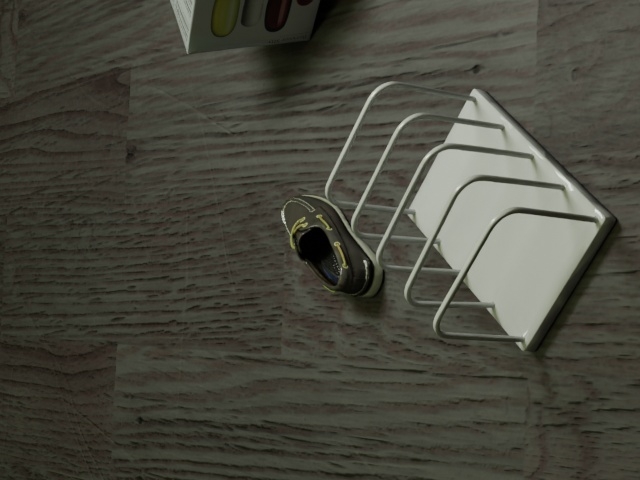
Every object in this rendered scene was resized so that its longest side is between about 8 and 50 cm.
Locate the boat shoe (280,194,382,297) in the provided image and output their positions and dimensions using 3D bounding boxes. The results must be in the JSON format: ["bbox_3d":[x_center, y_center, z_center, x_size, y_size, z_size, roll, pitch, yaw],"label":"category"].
[{"bbox_3d":[0.000,0.000,1.843,0.228,0.068,0.081,44,120,46],"label":"boat shoe"}]

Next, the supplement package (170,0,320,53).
[{"bbox_3d":[-0.106,-0.391,1.880,0.203,0.194,0.149,108,148,-56],"label":"supplement package"}]

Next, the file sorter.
[{"bbox_3d":[0.160,-0.033,1.552,0.278,0.173,0.193,52,126,42],"label":"file sorter"}]
